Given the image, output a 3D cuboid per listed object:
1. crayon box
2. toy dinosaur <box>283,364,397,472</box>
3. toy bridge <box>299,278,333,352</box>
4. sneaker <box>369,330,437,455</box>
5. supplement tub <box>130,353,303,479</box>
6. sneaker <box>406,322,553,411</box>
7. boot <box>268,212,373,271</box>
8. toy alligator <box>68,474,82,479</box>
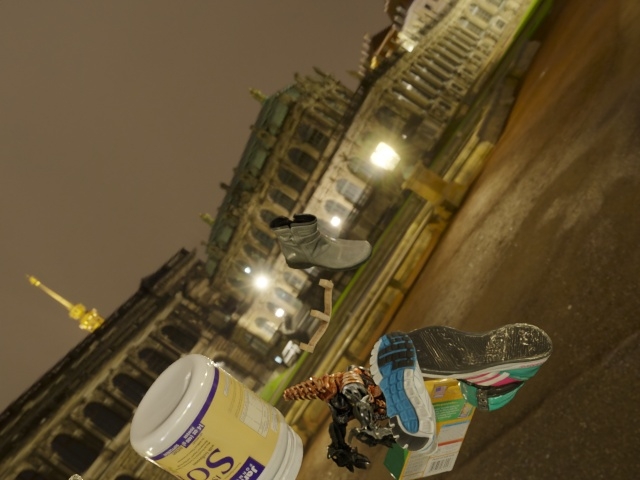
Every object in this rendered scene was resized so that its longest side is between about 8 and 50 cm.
[{"bbox_3d":[0.313,0.493,1.563,0.083,0.203,0.322,40,121,51],"label":"crayon box"},{"bbox_3d":[0.067,0.367,1.249,0.164,0.322,0.218,106,159,-44],"label":"toy dinosaur"},{"bbox_3d":[0.000,0.189,1.432,0.063,0.026,0.188,35,-112,-50],"label":"toy bridge"},{"bbox_3d":[0.125,0.222,0.827,0.071,0.083,0.190,-23,47,16],"label":"sneaker"},{"bbox_3d":[-0.224,0.436,1.278,0.241,0.331,0.241,-37,25,21],"label":"supplement tub"},{"bbox_3d":[0.275,0.247,1.095,0.123,0.296,0.178,-98,10,-46],"label":"sneaker"},{"bbox_3d":[0.000,0.000,1.450,0.161,0.247,0.083,71,-159,-45],"label":"boot"},{"bbox_3d":[-0.433,0.525,1.051,0.056,0.189,0.051,-12,-12,-31],"label":"toy alligator"}]
